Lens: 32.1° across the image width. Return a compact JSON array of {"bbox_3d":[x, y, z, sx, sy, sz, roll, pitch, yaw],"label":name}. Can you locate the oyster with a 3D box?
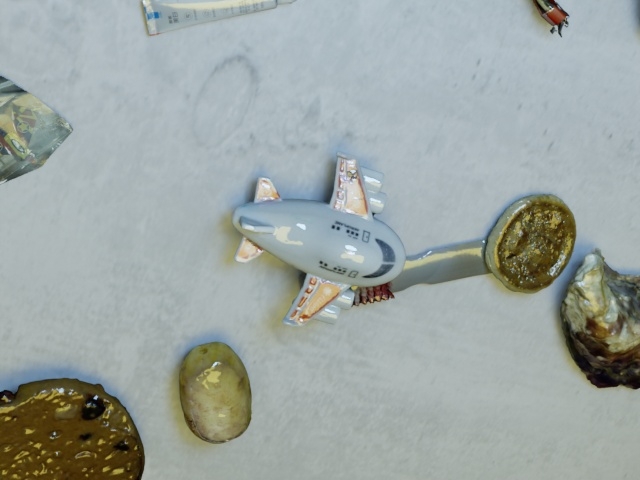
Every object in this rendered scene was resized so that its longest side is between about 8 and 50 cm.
[{"bbox_3d":[0.482,0.140,1.759,0.271,0.100,0.275,-6,116,-29],"label":"oyster"}]

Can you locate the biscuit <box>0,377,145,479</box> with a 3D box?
[{"bbox_3d":[-0.399,0.321,1.635,0.296,0.075,0.295,-9,120,-16],"label":"biscuit"}]

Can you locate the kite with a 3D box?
[{"bbox_3d":[-0.431,-0.175,1.387,0.141,0.015,0.245,-36,125,5],"label":"kite"}]

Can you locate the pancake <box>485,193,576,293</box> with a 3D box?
[{"bbox_3d":[0.320,0.006,1.668,0.158,0.028,0.158,-7,110,-19],"label":"pancake"}]

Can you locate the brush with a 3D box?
[{"bbox_3d":[0.130,0.053,1.646,0.321,0.050,0.060,-11,117,-10],"label":"brush"}]

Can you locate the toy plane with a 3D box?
[{"bbox_3d":[0.000,-0.001,1.527,0.252,0.118,0.252,-2,103,-10],"label":"toy plane"}]

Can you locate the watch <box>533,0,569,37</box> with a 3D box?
[{"bbox_3d":[0.350,-0.352,1.464,0.165,0.102,0.268,-22,131,6],"label":"watch"}]

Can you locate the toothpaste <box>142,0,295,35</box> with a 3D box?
[{"bbox_3d":[-0.124,-0.295,1.396,0.190,0.031,0.048,-11,123,-5],"label":"toothpaste"}]

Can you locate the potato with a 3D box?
[{"bbox_3d":[-0.155,0.227,1.645,0.107,0.080,0.170,-20,125,-13],"label":"potato"}]
